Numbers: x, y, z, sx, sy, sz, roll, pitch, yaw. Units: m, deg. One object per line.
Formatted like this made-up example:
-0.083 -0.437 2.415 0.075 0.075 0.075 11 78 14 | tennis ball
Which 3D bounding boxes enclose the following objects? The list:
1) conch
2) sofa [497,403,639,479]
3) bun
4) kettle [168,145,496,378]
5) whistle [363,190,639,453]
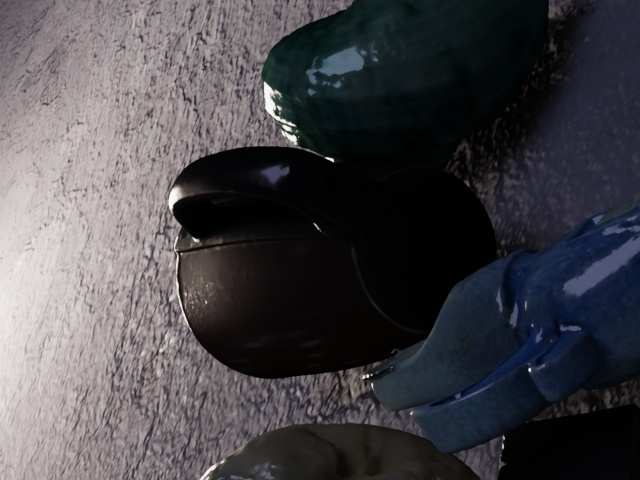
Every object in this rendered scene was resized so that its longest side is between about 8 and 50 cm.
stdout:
0.057 -0.105 1.246 0.202 0.196 0.134 116 153 -63 | conch
0.135 0.164 0.917 0.085 0.060 0.147 -16 48 35 | sofa
0.013 0.184 0.950 0.128 0.193 0.178 1 76 62 | bun
0.000 0.000 1.166 0.232 0.202 0.144 -14 44 61 | kettle
0.135 0.040 0.956 0.269 0.093 0.180 -27 8 41 | whistle
